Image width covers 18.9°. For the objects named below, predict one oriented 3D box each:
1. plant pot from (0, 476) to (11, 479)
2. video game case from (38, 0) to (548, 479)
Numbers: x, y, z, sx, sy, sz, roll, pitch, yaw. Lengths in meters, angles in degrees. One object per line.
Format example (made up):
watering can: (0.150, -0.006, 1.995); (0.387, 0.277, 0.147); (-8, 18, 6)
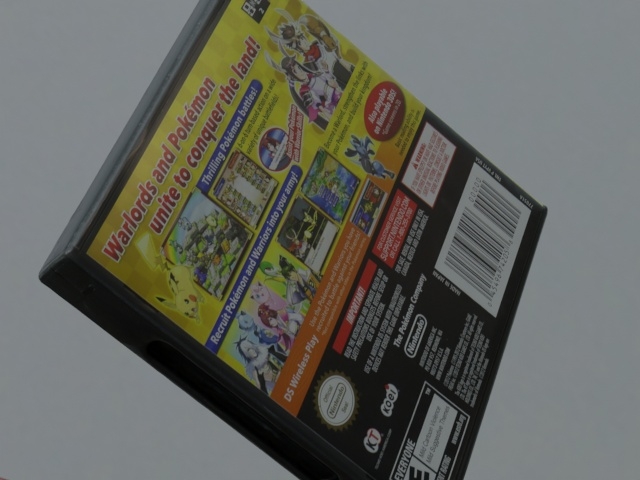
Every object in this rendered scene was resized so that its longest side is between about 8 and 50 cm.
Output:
plant pot: (-0.341, 0.317, 1.700); (0.267, 0.267, 0.236); (36, -109, -70)
video game case: (0.000, 0.000, 1.054); (0.248, 0.275, 0.035); (39, -47, -15)
